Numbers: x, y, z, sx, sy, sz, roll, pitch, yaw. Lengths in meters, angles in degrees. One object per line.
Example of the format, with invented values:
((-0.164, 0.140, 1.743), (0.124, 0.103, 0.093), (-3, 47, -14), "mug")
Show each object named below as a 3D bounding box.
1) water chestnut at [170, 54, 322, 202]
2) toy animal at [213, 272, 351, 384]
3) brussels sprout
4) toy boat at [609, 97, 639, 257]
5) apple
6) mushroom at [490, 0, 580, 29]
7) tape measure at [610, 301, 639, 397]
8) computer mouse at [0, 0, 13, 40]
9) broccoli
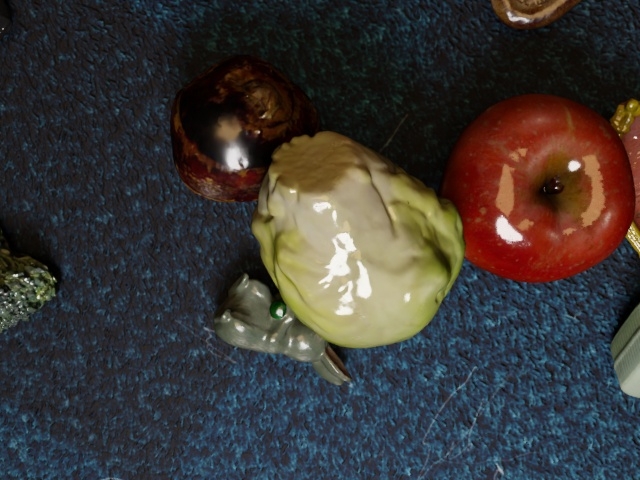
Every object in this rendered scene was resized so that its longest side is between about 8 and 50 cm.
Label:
((-0.116, -0.152, 0.868), (0.223, 0.238, 0.224), (4, 55, -6), "water chestnut")
((-0.055, 0.142, 0.935), (0.236, 0.138, 0.108), (28, 58, -21), "toy animal")
((0.048, 0.000, 0.752), (0.242, 0.317, 0.274), (-35, 77, -4), "brussels sprout")
((0.505, -0.060, 0.872), (0.140, 0.099, 0.318), (-29, 95, 5), "toy boat")
((0.298, -0.069, 0.824), (0.260, 0.216, 0.261), (0, 93, 3), "apple")
((0.341, -0.403, 0.793), (0.148, 0.217, 0.227), (45, 96, -1), "mushroom")
((0.566, 0.148, 0.844), (0.235, 0.115, 0.207), (6, 134, 3), "tape measure")
((-0.579, -0.404, 0.930), (0.121, 0.073, 0.217), (-22, 99, 8), "computer mouse")
((-0.561, 0.012, 0.943), (0.165, 0.145, 0.304), (-42, 78, 2), "broccoli")
